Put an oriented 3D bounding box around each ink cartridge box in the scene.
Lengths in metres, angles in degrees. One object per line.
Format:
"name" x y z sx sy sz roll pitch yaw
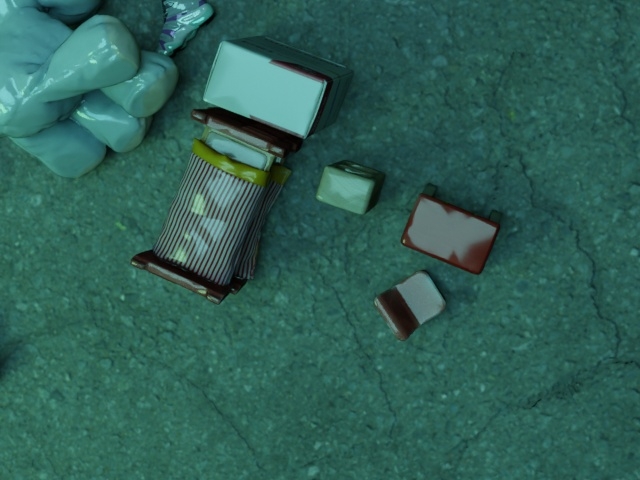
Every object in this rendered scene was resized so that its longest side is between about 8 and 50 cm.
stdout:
"ink cartridge box" -0.045 -0.178 1.700 0.127 0.175 0.072 21 103 7

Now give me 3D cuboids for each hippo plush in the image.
"hippo plush" -0.332 -0.222 1.760 0.294 0.234 0.236 -20 62 -3

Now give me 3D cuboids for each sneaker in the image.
"sneaker" -0.182 -0.264 1.785 0.098 0.038 0.069 -43 87 3

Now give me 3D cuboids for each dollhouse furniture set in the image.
"dollhouse furniture set" 0.000 0.000 1.724 0.374 0.152 0.201 22 100 7
